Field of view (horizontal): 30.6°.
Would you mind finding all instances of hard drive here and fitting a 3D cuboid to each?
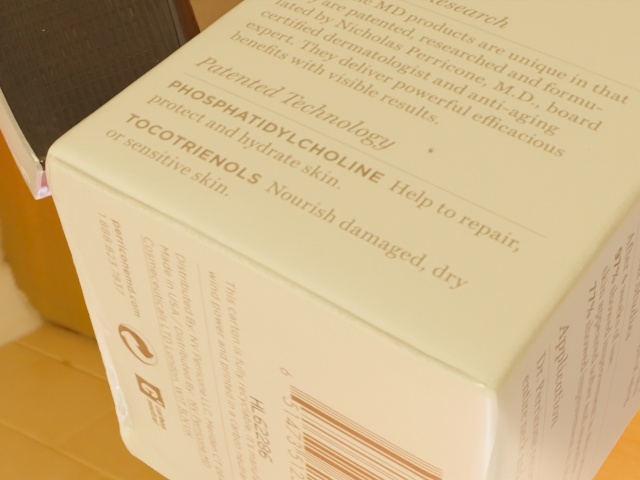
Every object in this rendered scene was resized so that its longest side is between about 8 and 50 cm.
[{"bbox_3d":[-0.187,-0.176,0.883,0.054,0.172,0.255,93,156,-80],"label":"hard drive"}]

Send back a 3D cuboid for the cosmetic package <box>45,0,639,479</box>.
[{"bbox_3d":[0.078,0.007,0.858,0.393,0.327,0.329,-45,-32,-34],"label":"cosmetic package"}]
